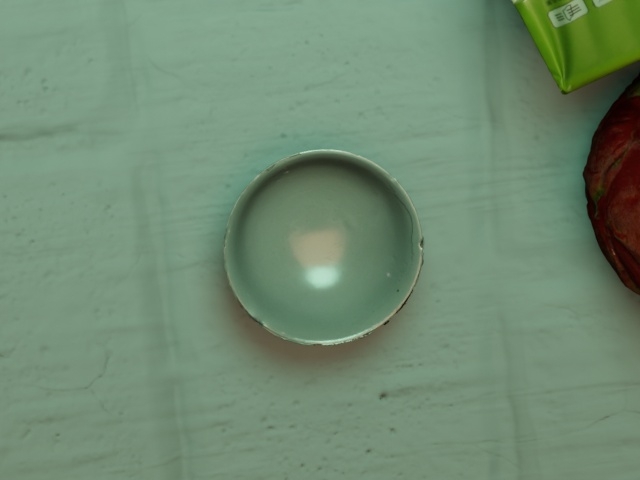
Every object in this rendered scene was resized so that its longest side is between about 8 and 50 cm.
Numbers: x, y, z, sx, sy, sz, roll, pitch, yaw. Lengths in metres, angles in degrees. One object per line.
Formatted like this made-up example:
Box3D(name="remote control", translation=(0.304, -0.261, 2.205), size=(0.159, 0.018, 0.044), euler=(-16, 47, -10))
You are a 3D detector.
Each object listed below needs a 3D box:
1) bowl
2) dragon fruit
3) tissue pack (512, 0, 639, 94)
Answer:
Box3D(name="bowl", translation=(0.000, 0.000, 1.473), size=(0.189, 0.086, 0.189), euler=(-1, 103, -5))
Box3D(name="dragon fruit", translation=(0.371, -0.034, 1.432), size=(0.244, 0.244, 0.298), euler=(-17, 86, -3))
Box3D(name="tissue pack", translation=(0.296, -0.277, 1.349), size=(0.275, 0.200, 0.167), euler=(-27, 111, 17))
